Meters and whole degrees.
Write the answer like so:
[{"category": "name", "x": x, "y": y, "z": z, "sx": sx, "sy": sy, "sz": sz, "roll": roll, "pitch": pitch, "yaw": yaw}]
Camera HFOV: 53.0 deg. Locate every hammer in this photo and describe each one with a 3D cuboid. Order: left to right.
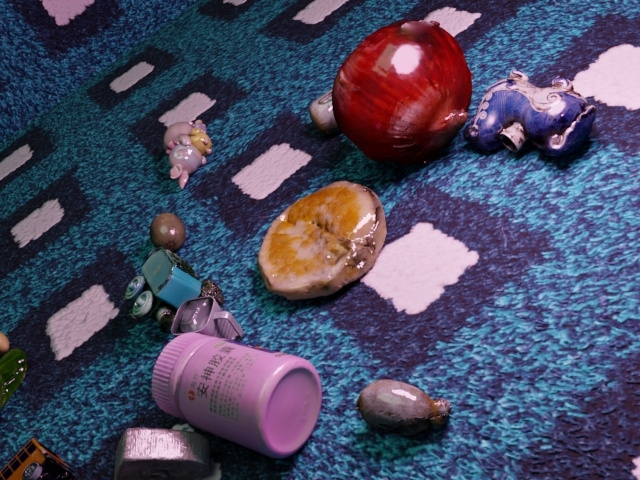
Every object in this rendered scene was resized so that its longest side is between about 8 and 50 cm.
[{"category": "hammer", "x": 0.105, "y": -0.327, "z": 1.732, "sx": 0.202, "sy": 0.113, "sz": 0.305, "roll": -35, "pitch": 44, "yaw": 0}]

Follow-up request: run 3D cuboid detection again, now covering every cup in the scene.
[{"category": "cup", "x": -0.231, "y": 0.190, "z": 1.372, "sx": 0.128, "sy": 0.129, "sz": 0.095, "roll": -12, "pitch": 43, "yaw": 23}]

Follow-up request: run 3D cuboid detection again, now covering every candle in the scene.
[{"category": "candle", "x": -0.304, "y": 0.399, "z": 1.172, "sx": 0.192, "sy": 0.168, "sz": 0.068, "roll": -24, "pitch": 45, "yaw": 12}]

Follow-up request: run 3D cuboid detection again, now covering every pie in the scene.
[{"category": "pie", "x": 0.000, "y": 0.000, "z": 1.471, "sx": 0.339, "sy": 0.077, "sz": 0.339, "roll": -18, "pitch": 44, "yaw": 19}]

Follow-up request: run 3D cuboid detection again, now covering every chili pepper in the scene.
[{"category": "chili pepper", "x": -0.797, "y": 0.370, "z": 1.583, "sx": 0.074, "sy": 0.100, "sz": 0.257, "roll": 3, "pitch": 40, "yaw": 13}]

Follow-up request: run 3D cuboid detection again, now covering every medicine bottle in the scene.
[{"category": "medicine bottle", "x": -0.158, "y": 0.278, "z": 1.194, "sx": 0.290, "sy": 0.178, "sz": 0.178, "roll": 7, "pitch": 52, "yaw": 38}]

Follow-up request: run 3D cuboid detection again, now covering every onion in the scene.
[{"category": "onion", "x": 0.198, "y": -0.359, "z": 1.509, "sx": 0.341, "sy": 0.341, "sz": 0.341, "roll": -18, "pitch": 41, "yaw": 16}]

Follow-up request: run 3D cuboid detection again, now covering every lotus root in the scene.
[{"category": "lotus root", "x": 0.135, "y": 0.283, "z": 1.078, "sx": 0.165, "sy": 0.088, "sz": 0.088, "roll": 4, "pitch": 50, "yaw": 23}]

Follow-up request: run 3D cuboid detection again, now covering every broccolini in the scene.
[{"category": "broccolini", "x": -0.306, "y": 0.101, "z": 1.574, "sx": 0.067, "sy": 0.058, "sz": 0.216, "roll": -41, "pitch": 39, "yaw": -11}]

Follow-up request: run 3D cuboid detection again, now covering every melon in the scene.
[{"category": "melon", "x": -0.416, "y": -0.022, "z": 1.746, "sx": 0.098, "sy": 0.098, "sz": 0.131, "roll": -32, "pitch": 36, "yaw": -1}]

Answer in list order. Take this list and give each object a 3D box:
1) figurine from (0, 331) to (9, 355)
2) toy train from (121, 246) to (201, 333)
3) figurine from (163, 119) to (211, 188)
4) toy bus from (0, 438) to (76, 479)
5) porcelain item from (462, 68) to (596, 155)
[{"category": "figurine", "x": -0.982, "y": 0.348, "z": 1.705, "sx": 0.324, "sy": 0.124, "sz": 0.222, "roll": -27, "pitch": 39, "yaw": -1}, {"category": "toy train", "x": -0.374, "y": 0.115, "z": 1.530, "sx": 0.163, "sy": 0.112, "sz": 0.203, "roll": -52, "pitch": 35, "yaw": 0}, {"category": "figurine", "x": -0.409, "y": -0.270, "z": 1.994, "sx": 0.155, "sy": 0.127, "sz": 0.235, "roll": -21, "pitch": 44, "yaw": -2}, {"category": "toy bus", "x": -0.617, "y": 0.517, "z": 1.302, "sx": 0.114, "sy": 0.098, "sz": 0.201, "roll": 19, "pitch": 60, "yaw": 45}, {"category": "porcelain item", "x": 0.450, "y": -0.264, "z": 1.412, "sx": 0.186, "sy": 0.138, "sz": 0.288, "roll": -48, "pitch": 39, "yaw": -3}]
